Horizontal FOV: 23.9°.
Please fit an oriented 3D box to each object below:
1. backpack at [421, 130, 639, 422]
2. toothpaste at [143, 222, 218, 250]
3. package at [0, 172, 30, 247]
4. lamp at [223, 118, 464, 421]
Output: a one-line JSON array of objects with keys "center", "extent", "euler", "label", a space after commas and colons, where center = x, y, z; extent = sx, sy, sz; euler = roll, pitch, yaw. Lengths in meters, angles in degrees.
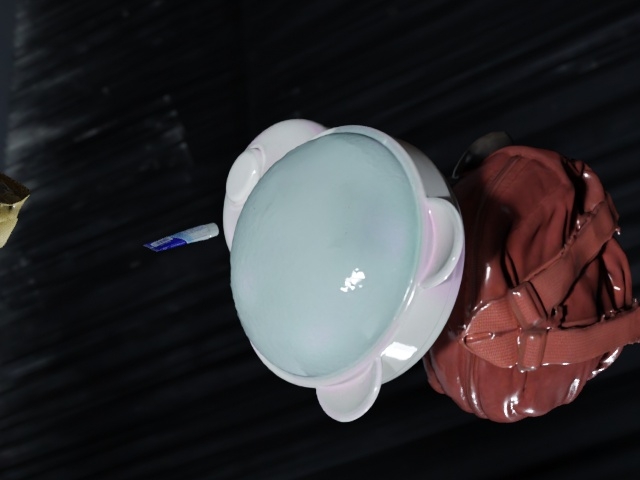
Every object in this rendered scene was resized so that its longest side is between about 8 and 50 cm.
[{"center": [0.148, 0.037, 1.135], "extent": [0.229, 0.139, 0.229], "euler": [-15, 108, -56], "label": "backpack"}, {"center": [-0.142, -0.002, 1.555], "extent": [0.083, 0.024, 0.015], "euler": [-18, 117, -40], "label": "toothpaste"}, {"center": [-0.244, -0.036, 0.891], "extent": [0.131, 0.047, 0.071], "euler": [26, 14, 9], "label": "package"}, {"center": [-0.002, -0.001, 1.031], "extent": [0.108, 0.179, 0.246], "euler": [23, 15, -38], "label": "lamp"}]
